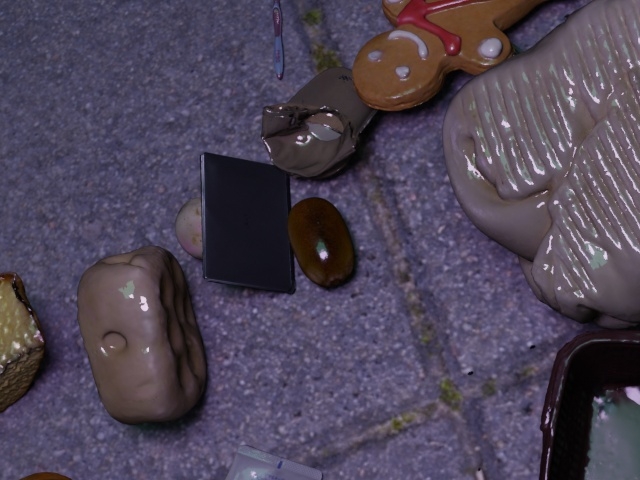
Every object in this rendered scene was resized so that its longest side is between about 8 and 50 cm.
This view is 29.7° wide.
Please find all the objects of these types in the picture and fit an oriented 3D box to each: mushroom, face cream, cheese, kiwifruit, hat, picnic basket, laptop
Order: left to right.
[{"bbox_3d":[-0.219,0.108,1.466,0.117,0.218,0.235,-13,42,5],"label":"cheese"},{"bbox_3d":[-0.150,-0.016,1.572,0.084,0.067,0.083,9,106,32],"label":"mushroom"},{"bbox_3d":[-0.090,0.353,1.411,0.114,0.070,0.224,15,61,21],"label":"face cream"},{"bbox_3d":[-0.093,-0.023,1.543,0.129,0.016,0.180,9,62,-26],"label":"laptop"},{"bbox_3d":[0.000,0.000,1.519,0.075,0.075,0.124,-22,59,7],"label":"kiwifruit"},{"bbox_3d":[0.024,-0.148,1.585,0.147,0.085,0.175,30,56,30],"label":"hat"},{"bbox_3d":[0.343,0.252,1.275,0.223,0.129,0.296,5,70,17],"label":"picnic basket"}]

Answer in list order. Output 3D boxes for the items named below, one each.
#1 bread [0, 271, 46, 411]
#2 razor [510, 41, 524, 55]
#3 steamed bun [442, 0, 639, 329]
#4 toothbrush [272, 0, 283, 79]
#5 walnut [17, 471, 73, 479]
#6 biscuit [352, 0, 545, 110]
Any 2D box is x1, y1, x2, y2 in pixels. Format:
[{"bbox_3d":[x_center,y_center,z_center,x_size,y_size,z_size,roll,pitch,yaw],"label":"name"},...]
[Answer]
[{"bbox_3d":[-0.448,0.159,1.554,0.260,0.134,0.129,-38,73,5],"label":"bread"},{"bbox_3d":[0.246,-0.247,1.569,0.211,0.036,0.084,38,84,27],"label":"razor"},{"bbox_3d":[0.359,-0.091,1.349,0.368,0.255,0.342,-34,70,30],"label":"steamed bun"},{"bbox_3d":[-0.062,-0.311,1.699,0.013,0.019,0.193,-9,67,13],"label":"toothbrush"},{"bbox_3d":[-0.345,0.357,1.437,0.144,0.144,0.180,41,92,27],"label":"walnut"},{"bbox_3d":[0.177,-0.295,1.562,0.340,0.047,0.216,-39,55,-10],"label":"biscuit"}]
